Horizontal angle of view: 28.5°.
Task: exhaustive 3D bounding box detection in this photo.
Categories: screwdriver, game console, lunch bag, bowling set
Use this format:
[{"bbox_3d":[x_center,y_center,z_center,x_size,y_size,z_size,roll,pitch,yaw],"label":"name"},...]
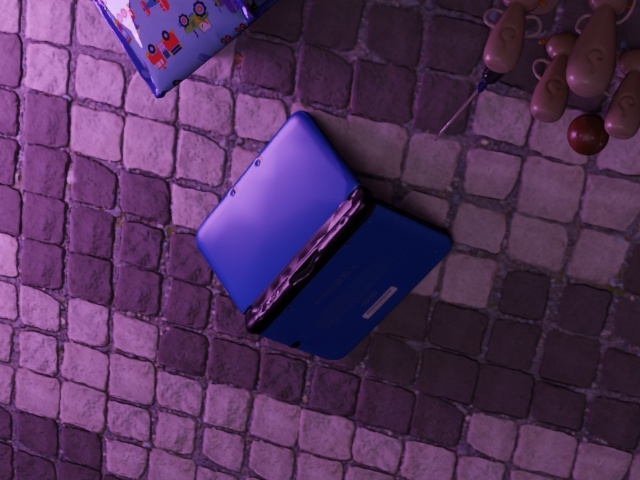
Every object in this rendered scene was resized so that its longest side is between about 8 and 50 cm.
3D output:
[{"bbox_3d":[0.203,-0.188,1.675,0.025,0.024,0.170,51,125,23],"label":"screwdriver"},{"bbox_3d":[0.000,0.000,1.830,0.250,0.173,0.293,23,126,-30],"label":"game console"},{"bbox_3d":[-0.212,-0.370,1.626,0.221,0.138,0.293,-30,104,42],"label":"lunch bag"},{"bbox_3d":[0.337,-0.215,1.571,0.287,0.154,0.200,17,157,7],"label":"bowling set"}]

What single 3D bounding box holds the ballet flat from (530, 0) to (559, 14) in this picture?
[{"bbox_3d":[0.216,-0.379,1.544,0.086,0.086,0.248,-25,105,27],"label":"ballet flat"}]
